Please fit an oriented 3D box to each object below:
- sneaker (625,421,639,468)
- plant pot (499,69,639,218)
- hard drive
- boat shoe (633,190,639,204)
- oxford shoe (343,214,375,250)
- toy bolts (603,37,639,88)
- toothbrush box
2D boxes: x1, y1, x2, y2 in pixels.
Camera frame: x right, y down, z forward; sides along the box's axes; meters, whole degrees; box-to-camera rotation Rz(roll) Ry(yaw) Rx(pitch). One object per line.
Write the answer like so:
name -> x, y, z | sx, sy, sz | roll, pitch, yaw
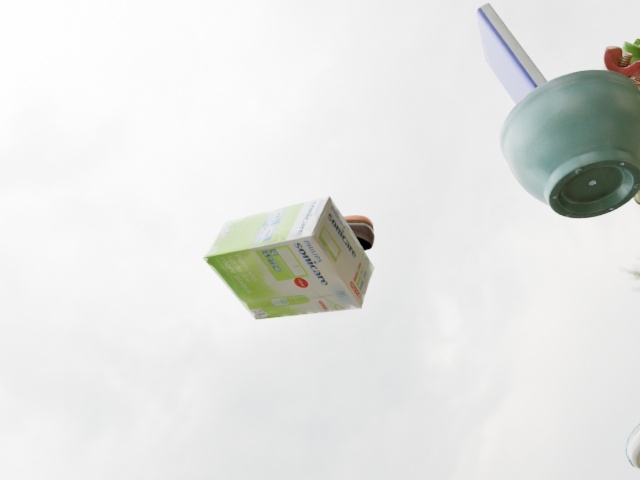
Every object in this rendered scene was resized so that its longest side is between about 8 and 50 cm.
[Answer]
sneaker -> 0.643, 0.341, 0.882 | 0.228, 0.092, 0.087 | -34, -73, 19
plant pot -> 0.540, -0.171, 1.065 | 0.292, 0.197, 0.293 | 1, -38, 1
hard drive -> 0.489, -0.412, 1.280 | 0.040, 0.319, 0.210 | -27, -30, 13
boat shoe -> 0.848, -0.206, 1.344 | 0.080, 0.073, 0.224 | -18, -84, -36
oxford shoe -> 0.000, 0.000, 1.268 | 0.271, 0.098, 0.097 | -10, -57, 5
toy bolts -> 0.742, -0.358, 1.209 | 0.228, 0.218, 0.159 | -19, -43, -31
toothbrush box -> -0.064, 0.046, 1.064 | 0.206, 0.283, 0.122 | 56, -142, -32
